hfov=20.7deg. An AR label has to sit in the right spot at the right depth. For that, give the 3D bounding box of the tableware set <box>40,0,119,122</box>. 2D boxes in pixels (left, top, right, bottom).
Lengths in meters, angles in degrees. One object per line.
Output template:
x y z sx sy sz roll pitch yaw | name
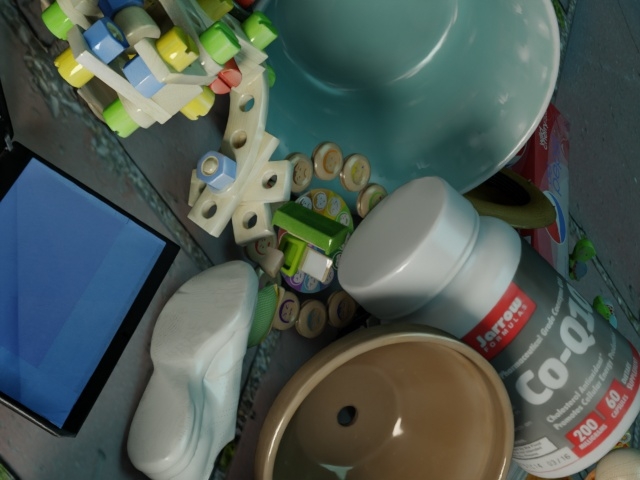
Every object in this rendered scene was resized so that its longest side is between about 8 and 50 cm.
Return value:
-0.184 -0.184 1.499 0.141 0.020 0.168 57 33 -24 | tableware set

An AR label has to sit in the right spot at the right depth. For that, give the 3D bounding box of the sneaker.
-0.094 0.118 1.439 0.094 0.080 0.212 55 44 -42 | sneaker

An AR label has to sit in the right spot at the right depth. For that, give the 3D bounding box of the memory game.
0.000 0.000 1.623 0.186 0.012 0.186 -12 108 -41 | memory game

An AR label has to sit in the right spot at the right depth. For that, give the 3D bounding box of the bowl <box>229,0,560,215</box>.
0.058 -0.194 1.674 0.311 0.311 0.163 50 13 -33 | bowl

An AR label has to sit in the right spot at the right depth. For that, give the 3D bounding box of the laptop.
-0.217 -0.037 1.234 0.234 0.137 0.264 -66 155 -51 | laptop

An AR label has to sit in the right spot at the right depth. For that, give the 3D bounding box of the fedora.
0.149 -0.032 1.802 0.194 0.194 0.079 -18 133 -60 | fedora

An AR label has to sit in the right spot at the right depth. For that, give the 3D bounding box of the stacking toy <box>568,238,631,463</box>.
0.321 0.127 2.014 0.167 0.052 0.221 -93 177 -63 | stacking toy

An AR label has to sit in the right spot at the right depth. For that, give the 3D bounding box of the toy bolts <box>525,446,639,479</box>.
0.221 0.283 1.747 0.228 0.218 0.158 -41 139 -26 | toy bolts

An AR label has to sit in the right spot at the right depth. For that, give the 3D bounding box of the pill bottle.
0.160 0.080 1.635 0.283 0.161 0.161 42 39 -23 | pill bottle

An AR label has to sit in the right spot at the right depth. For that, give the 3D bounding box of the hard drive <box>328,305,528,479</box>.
0.149 0.124 1.796 0.237 0.064 0.339 55 33 -4 | hard drive

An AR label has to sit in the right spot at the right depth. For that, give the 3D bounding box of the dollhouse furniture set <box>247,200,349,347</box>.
-0.029 0.044 1.510 0.076 0.059 0.151 -33 147 -62 | dollhouse furniture set

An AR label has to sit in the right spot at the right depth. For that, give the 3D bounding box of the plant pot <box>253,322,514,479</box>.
0.041 0.173 1.540 0.237 0.237 0.110 53 -7 -29 | plant pot

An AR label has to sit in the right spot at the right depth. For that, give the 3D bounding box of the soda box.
0.239 -0.051 2.066 0.092 0.083 0.263 43 41 -40 | soda box

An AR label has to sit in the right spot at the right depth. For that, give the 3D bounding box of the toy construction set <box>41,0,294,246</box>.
-0.104 -0.138 1.435 0.215 0.151 0.327 61 4 31 | toy construction set
